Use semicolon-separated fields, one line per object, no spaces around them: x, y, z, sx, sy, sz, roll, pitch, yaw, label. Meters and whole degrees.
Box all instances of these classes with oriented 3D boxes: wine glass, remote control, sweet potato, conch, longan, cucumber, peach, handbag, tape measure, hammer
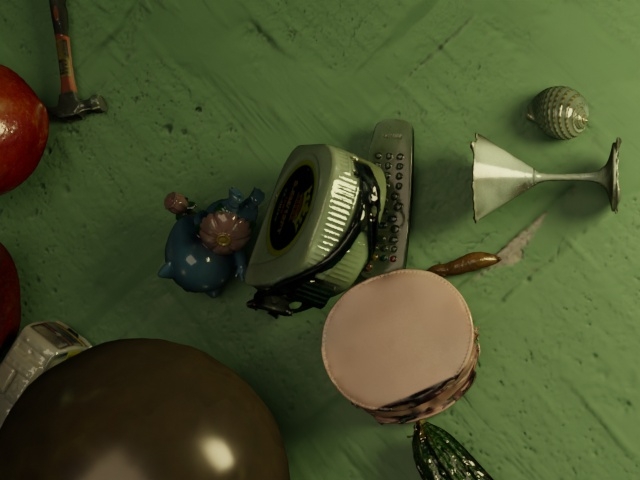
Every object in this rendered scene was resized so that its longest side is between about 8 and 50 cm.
0.283;-0.079;1.253;0.182;0.122;0.122;1;80;16;wine glass
0.091;-0.055;1.347;0.072;0.042;0.222;4;83;19;remote control
0.181;0.034;1.312;0.115;0.026;0.026;-15;76;16;sweet potato
0.308;-0.171;1.292;0.085;0.057;0.076;23;75;20;conch
-0.229;0.312;1.235;0.404;0.336;0.405;3;110;9;longan
0.199;0.335;1.229;0.077;0.077;0.265;-47;68;5;cucumber
-0.521;-0.168;1.486;0.243;0.200;0.244;-2;46;2;peach
0.104;0.137;1.269;0.205;0.116;0.179;-25;74;12;handbag
0.000;0.000;1.294;0.207;0.115;0.235;11;82;64;tape measure
-0.404;-0.322;1.560;0.111;0.033;0.288;-13;76;14;hammer

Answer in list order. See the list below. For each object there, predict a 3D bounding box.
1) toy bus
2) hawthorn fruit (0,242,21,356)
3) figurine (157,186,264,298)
-0.441;0.241;1.432;0.092;0.106;0.268;33;91;19;toy bus
-0.521;0.107;1.448;0.208;0.208;0.248;-28;98;11;hawthorn fruit
-0.150;-0.016;1.379;0.178;0.114;0.145;-49;48;28;figurine
